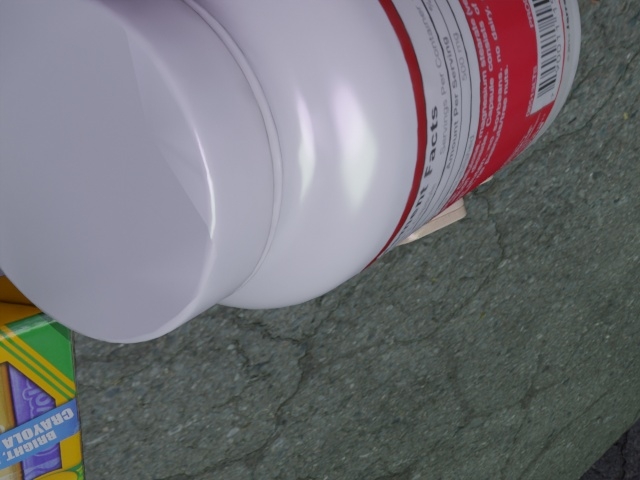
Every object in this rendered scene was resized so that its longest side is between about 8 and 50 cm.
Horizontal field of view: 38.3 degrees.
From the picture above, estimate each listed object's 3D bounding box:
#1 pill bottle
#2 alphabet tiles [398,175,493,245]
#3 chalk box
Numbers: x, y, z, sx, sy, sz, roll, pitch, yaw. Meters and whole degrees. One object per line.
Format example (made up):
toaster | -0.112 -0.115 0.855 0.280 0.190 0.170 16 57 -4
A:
pill bottle | -0.007 -0.098 0.576 0.408 0.229 0.229 -32 149 -51
alphabet tiles | 0.000 0.000 0.794 0.278 0.284 0.021 -23 98 -22
chalk box | -0.295 0.123 0.700 0.179 0.180 0.288 -16 136 -28
